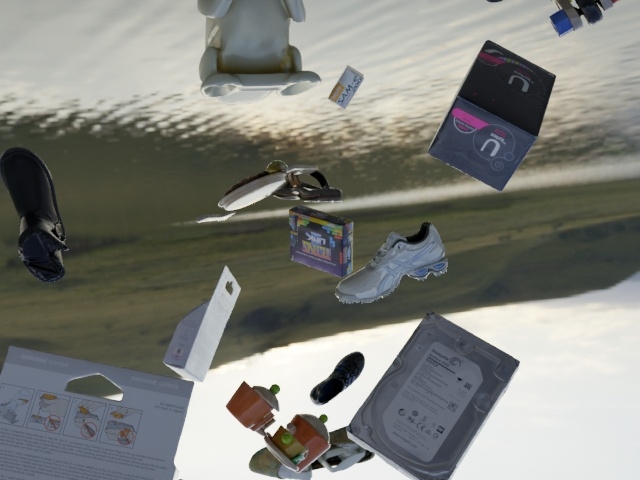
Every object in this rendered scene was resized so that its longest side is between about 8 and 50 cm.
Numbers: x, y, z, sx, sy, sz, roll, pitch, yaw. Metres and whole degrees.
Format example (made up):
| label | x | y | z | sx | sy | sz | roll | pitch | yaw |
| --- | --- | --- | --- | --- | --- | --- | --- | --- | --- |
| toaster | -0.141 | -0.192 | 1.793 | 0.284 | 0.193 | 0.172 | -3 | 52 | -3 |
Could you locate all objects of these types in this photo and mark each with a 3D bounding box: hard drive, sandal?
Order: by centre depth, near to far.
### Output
| label | x | y | z | sx | sy | sz | roll | pitch | yaw |
| --- | --- | --- | --- | --- | --- | --- | --- | --- | --- |
| sandal | -0.027 | -0.106 | 1.425 | 0.090 | 0.060 | 0.219 | -4 | -171 | -23 |
| hard drive | 0.244 | 0.340 | 1.644 | 0.237 | 0.339 | 0.064 | 30 | 155 | 23 |

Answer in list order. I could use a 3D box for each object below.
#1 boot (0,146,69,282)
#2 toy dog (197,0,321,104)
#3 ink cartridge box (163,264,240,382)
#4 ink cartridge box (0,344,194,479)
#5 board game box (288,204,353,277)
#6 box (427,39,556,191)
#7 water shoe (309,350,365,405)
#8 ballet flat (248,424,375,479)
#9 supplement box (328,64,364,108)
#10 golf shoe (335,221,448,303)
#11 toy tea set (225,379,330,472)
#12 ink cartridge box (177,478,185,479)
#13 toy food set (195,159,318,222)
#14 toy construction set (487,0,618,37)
| label | x | y | z | sx | sy | sz | roll | pitch | yaw |
| --- | --- | --- | --- | --- | --- | --- | --- | --- | --- |
| boot | -0.584 | -0.055 | 1.567 | 0.094 | 0.246 | 0.207 | -19 | -154 | -11 |
| toy dog | -0.169 | -0.555 | 1.876 | 0.285 | 0.407 | 0.395 | -5 | -178 | -10 |
| ink cartridge box | -0.251 | 0.179 | 1.648 | 0.066 | 0.232 | 0.189 | 13 | 162 | 9 |
| ink cartridge box | -0.357 | 0.314 | 1.138 | 0.297 | 0.261 | 0.066 | 11 | 155 | 1 |
| board game box | 0.000 | 0.000 | 1.892 | 0.170 | 0.141 | 0.048 | 17 | -151 | 36 |
| box | 0.336 | -0.248 | 1.483 | 0.165 | 0.143 | 0.270 | 28 | -138 | 3 |
| water shoe | 0.061 | 0.385 | 2.113 | 0.203 | 0.073 | 0.080 | -42 | -172 | -22 |
| ballet flat | -0.012 | 0.575 | 2.029 | 0.349 | 0.123 | 0.123 | -11 | -178 | -17 |
| supplement box | 0.045 | -0.266 | 1.325 | 0.036 | 0.062 | 0.098 | 31 | -164 | -6 |
| golf shoe | 0.095 | 0.028 | 1.100 | 0.176 | 0.086 | 0.069 | -23 | -152 | -15 |
| toy tea set | -0.070 | 0.338 | 1.471 | 0.124 | 0.200 | 0.336 | -45 | 167 | -12 |
| ink cartridge box | -0.315 | 0.777 | 1.870 | 0.226 | 0.306 | 0.131 | 30 | 138 | -15 |
| toy food set | -0.109 | -0.088 | 1.225 | 0.192 | 0.038 | 0.132 | -27 | 175 | 18 |
| toy construction set | 0.381 | -0.496 | 1.196 | 0.258 | 0.308 | 0.237 | 33 | -153 | -7 |
